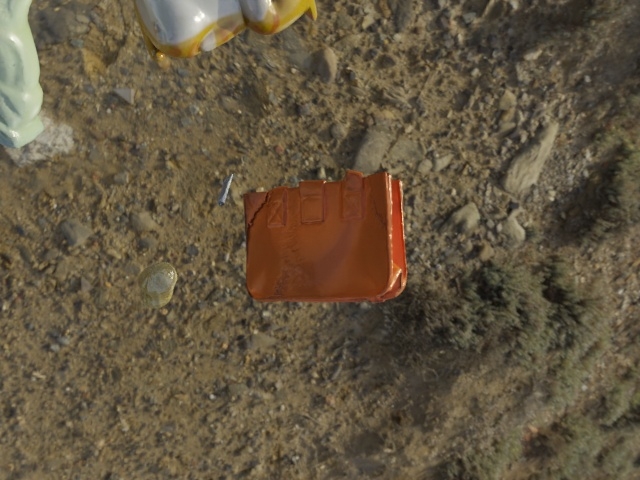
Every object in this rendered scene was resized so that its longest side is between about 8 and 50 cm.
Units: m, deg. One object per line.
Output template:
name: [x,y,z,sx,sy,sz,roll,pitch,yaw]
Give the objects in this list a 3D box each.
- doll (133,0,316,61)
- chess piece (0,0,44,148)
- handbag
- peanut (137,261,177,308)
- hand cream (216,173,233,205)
doll: [-0.138,-0.356,0.704,0.270,0.162,0.166,-14,120,-5]
chess piece: [-0.333,-0.229,0.444,0.176,0.175,0.298,8,128,-24]
handbag: [0.000,0.000,1.213,0.116,0.411,0.303,8,79,-60]
peanut: [-0.460,0.131,1.405,0.099,0.090,0.214,-6,152,-25]
hand cream: [-0.234,-0.124,1.223,0.030,0.093,0.019,-20,140,41]
